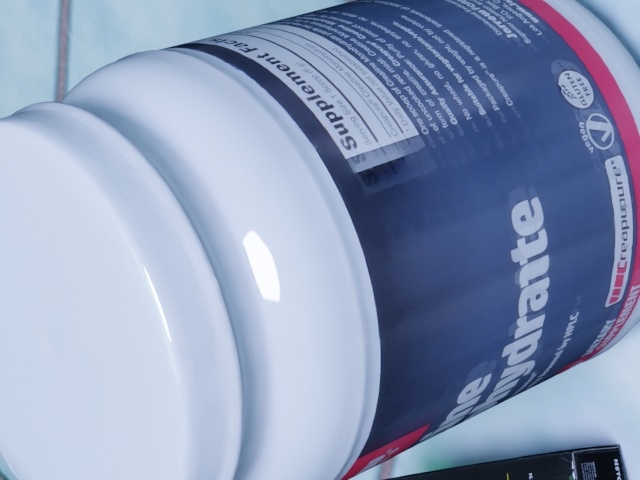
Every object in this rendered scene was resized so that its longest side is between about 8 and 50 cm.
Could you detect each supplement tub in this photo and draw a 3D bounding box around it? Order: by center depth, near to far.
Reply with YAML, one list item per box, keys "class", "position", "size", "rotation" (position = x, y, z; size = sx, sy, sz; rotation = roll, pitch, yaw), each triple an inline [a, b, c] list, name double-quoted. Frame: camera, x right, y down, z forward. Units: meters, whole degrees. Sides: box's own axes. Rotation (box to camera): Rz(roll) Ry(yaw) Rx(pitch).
- class: "supplement tub"
  position: [0.000, 0.000, 0.665]
  size: [0.191, 0.272, 0.191]
  rotation: [25, 125, 42]

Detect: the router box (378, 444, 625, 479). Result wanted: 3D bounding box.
- class: "router box"
  position: [0.094, 0.196, 0.771]
  size: [0.133, 0.046, 0.178]
  rotation: [-16, 77, 42]
